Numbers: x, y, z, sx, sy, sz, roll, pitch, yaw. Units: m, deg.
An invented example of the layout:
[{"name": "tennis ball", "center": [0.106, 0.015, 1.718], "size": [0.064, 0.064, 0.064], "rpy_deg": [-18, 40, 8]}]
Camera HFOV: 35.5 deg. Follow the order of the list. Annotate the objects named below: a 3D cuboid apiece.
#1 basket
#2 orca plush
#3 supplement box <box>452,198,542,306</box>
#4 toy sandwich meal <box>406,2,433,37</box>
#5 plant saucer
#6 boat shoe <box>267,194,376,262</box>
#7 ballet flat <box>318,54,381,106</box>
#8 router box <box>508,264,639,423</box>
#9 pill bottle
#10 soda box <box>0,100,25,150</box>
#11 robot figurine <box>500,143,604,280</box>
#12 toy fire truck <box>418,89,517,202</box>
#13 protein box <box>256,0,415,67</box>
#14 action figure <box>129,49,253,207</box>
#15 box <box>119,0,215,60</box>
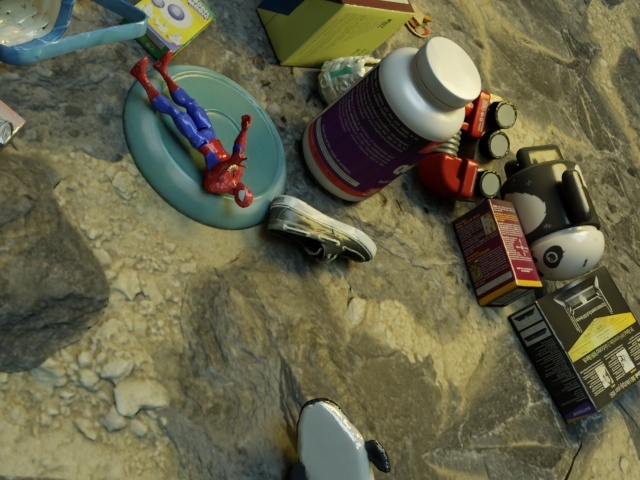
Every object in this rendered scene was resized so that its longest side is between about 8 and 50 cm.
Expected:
[{"name": "basket", "center": [-0.421, -0.342, 1.409], "size": [0.289, 0.201, 0.255], "rpy_deg": [32, 35, 26]}, {"name": "orca plush", "center": [0.054, 0.360, 1.484], "size": [0.287, 0.151, 0.102], "rpy_deg": [52, 11, 2]}, {"name": "supplement box", "center": [0.346, 0.025, 1.962], "size": [0.081, 0.104, 0.188], "rpy_deg": [6, 60, -41]}, {"name": "toy sandwich meal", "center": [0.221, -0.496, 2.246], "size": [0.086, 0.029, 0.085], "rpy_deg": [22, 51, -30]}, {"name": "plant saucer", "center": [-0.177, -0.168, 1.663], "size": [0.318, 0.044, 0.317], "rpy_deg": [22, 51, -30]}, {"name": "boat shoe", "center": [0.000, 0.000, 1.694], "size": [0.219, 0.078, 0.070], "rpy_deg": [26, 64, -29]}, {"name": "ballet flat", "center": [0.177, -0.298, 2.000], "size": [0.409, 0.147, 0.147], "rpy_deg": [-1, 65, -43]}, {"name": "router box", "center": [0.546, 0.205, 2.042], "size": [0.309, 0.081, 0.242], "rpy_deg": [-18, 76, -47]}, {"name": "pill bottle", "center": [0.125, -0.214, 1.754], "size": [0.182, 0.323, 0.181], "rpy_deg": [22, 51, -30]}, {"name": "soda box", "center": [-0.503, -0.193, 1.372], "size": [0.183, 0.058, 0.063], "rpy_deg": [40, 43, -14]}, {"name": "robot figurine", "center": [0.463, -0.054, 2.020], "size": [0.209, 0.174, 0.278], "rpy_deg": [30, 42, -64]}, {"name": "toy fire truck", "center": [0.250, -0.201, 1.938], "size": [0.246, 0.158, 0.217], "rpy_deg": [14, 88, -29]}, {"name": "protein box", "center": [0.029, -0.440, 1.908], "size": [0.201, 0.200, 0.136], "rpy_deg": [-6, 69, -44]}, {"name": "action figure", "center": [-0.170, -0.184, 1.553], "size": [0.091, 0.139, 0.280], "rpy_deg": [-32, 89, -47]}, {"name": "box", "center": [-0.257, -0.389, 1.736], "size": [0.105, 0.043, 0.179], "rpy_deg": [44, 41, -10]}]
